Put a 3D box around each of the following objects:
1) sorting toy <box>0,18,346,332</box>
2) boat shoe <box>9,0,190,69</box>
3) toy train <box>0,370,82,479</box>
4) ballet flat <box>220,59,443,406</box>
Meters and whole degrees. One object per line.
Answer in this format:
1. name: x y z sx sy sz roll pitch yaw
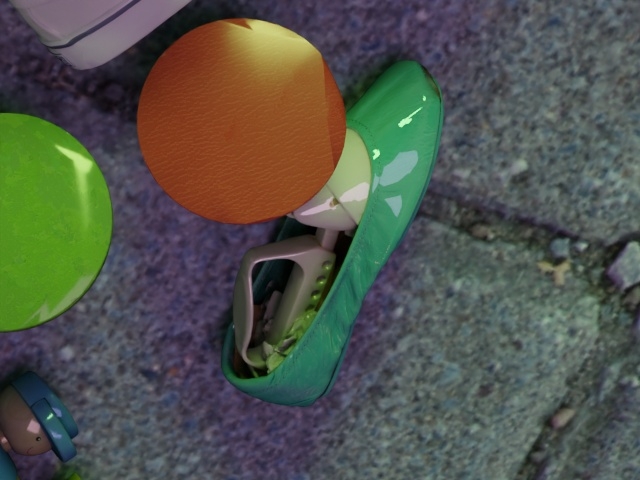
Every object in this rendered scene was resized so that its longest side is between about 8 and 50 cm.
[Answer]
1. sorting toy: -0.157 -0.013 1.189 0.365 0.126 0.127 -23 82 -1
2. boat shoe: -0.069 -0.202 1.113 0.258 0.095 0.084 -41 126 5
3. toy train: -0.194 0.210 1.299 0.143 0.105 0.248 -34 123 -14
4. ballet flat: 0.000 0.000 1.245 0.087 0.083 0.247 3 119 -39
